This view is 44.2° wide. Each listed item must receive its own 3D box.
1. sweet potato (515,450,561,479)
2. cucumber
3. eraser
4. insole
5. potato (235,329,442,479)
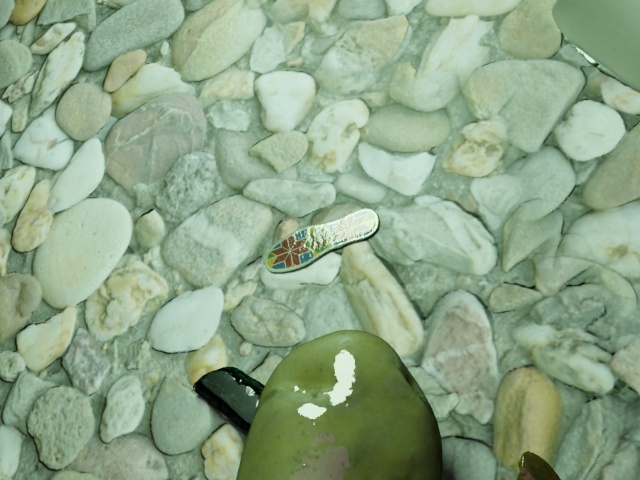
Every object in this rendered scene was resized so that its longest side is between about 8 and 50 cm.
[{"bbox_3d":[0.287,0.353,0.884,0.077,0.077,0.243,-32,70,8],"label":"sweet potato"},{"bbox_3d":[-0.093,0.240,1.119,0.220,0.046,0.070,31,75,30],"label":"cucumber"},{"bbox_3d":[0.472,-0.277,1.003,0.150,0.331,0.331,-42,58,0],"label":"eraser"},{"bbox_3d":[0.000,0.000,1.205,0.194,0.006,0.065,-21,61,15],"label":"insole"},{"bbox_3d":[0.022,0.277,0.944,0.243,0.221,0.326,3,60,12],"label":"potato"}]
